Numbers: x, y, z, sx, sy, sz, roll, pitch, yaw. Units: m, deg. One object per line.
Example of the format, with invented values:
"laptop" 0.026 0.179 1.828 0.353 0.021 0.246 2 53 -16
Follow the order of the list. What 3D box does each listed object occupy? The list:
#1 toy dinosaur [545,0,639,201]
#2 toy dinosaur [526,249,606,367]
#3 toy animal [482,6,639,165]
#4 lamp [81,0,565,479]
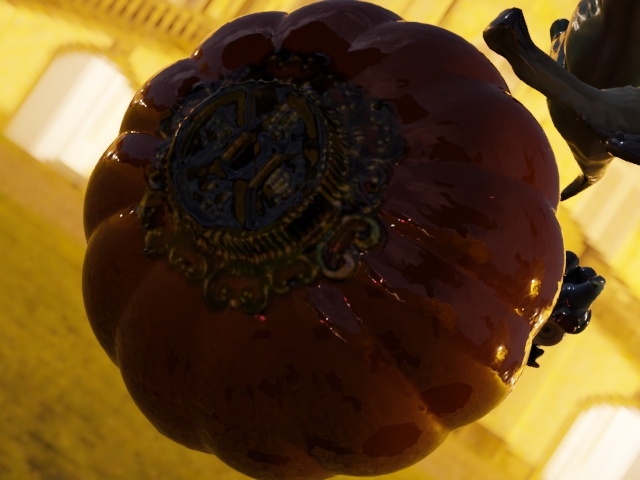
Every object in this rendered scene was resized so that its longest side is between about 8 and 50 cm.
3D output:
"toy dinosaur" 0.210 -0.120 1.445 0.129 0.383 0.331 22 32 9
"toy dinosaur" 0.109 0.037 0.943 0.030 0.083 0.047 39 33 -17
"toy animal" 0.169 -0.059 0.649 0.176 0.217 0.073 54 -39 -4
"lamp" 0.000 0.000 0.869 0.223 0.223 0.196 32 -8 27
